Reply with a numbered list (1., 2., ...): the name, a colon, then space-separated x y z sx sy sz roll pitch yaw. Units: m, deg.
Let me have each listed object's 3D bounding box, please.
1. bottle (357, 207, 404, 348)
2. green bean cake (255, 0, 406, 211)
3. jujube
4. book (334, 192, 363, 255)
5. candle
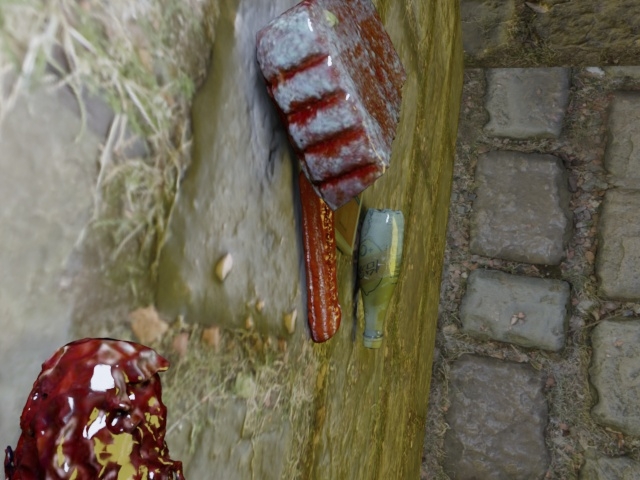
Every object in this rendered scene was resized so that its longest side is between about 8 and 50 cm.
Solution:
1. bottle: 0.108 0.074 1.034 0.083 0.083 0.269 -17 114 -70
2. green bean cake: 0.027 -0.173 0.621 0.198 0.097 0.232 61 31 -18
3. jujube: -0.133 0.139 0.310 0.104 0.104 0.165 4 80 -72
4. book: 0.046 -0.112 0.895 0.170 0.018 0.241 47 50 -65
5. candle: 0.000 0.000 0.730 0.048 0.051 0.329 -106 -169 -63
